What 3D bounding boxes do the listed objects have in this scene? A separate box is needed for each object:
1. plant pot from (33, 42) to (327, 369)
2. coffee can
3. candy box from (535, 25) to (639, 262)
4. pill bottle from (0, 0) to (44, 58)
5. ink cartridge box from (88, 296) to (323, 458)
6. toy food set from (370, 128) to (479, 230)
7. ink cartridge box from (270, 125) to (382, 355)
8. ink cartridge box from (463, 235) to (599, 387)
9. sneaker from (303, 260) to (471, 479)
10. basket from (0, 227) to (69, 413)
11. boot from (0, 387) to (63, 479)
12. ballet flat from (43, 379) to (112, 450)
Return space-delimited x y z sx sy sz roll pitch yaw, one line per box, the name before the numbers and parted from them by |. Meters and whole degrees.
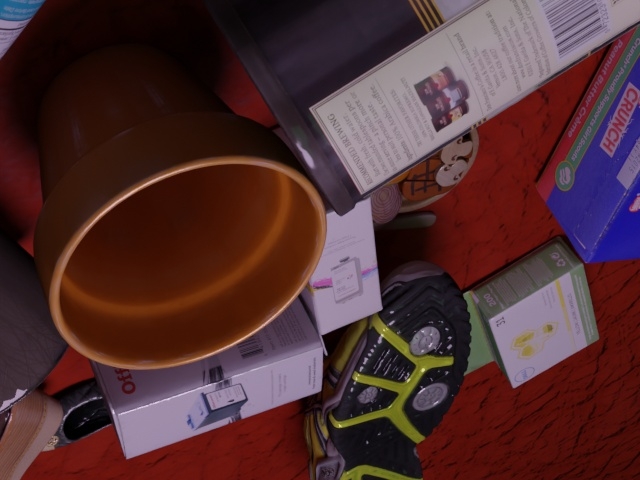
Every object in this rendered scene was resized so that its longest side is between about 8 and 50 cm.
plant pot | -0.125 -0.041 0.919 0.205 0.188 0.205 -18 140 -16
coffee can | 0.076 -0.174 0.893 0.275 0.201 0.201 -32 142 2
candy box | 0.411 -0.118 1.233 0.317 0.122 0.268 -4 136 -31
pill bottle | -0.233 -0.176 0.737 0.264 0.146 0.146 -46 139 19
ink cartridge box | -0.111 0.093 1.115 0.190 0.140 0.082 -18 142 -14
toy food set | 0.092 -0.066 1.151 0.132 0.038 0.192 -7 136 -26
ink cartridge box | 0.000 0.000 1.104 0.067 0.115 0.198 -22 142 -11
ink cartridge box | 0.194 0.112 1.401 0.235 0.056 0.171 -31 142 -3
sneaker | 0.043 0.153 1.273 0.145 0.147 0.385 -7 137 -24
basket | -0.319 0.022 0.903 0.204 0.154 0.227 -22 138 2
boot | -0.369 0.210 1.107 0.207 0.090 0.248 25 101 -45
ballet flat | -0.205 0.164 1.204 0.173 0.049 0.057 -23 140 -9
